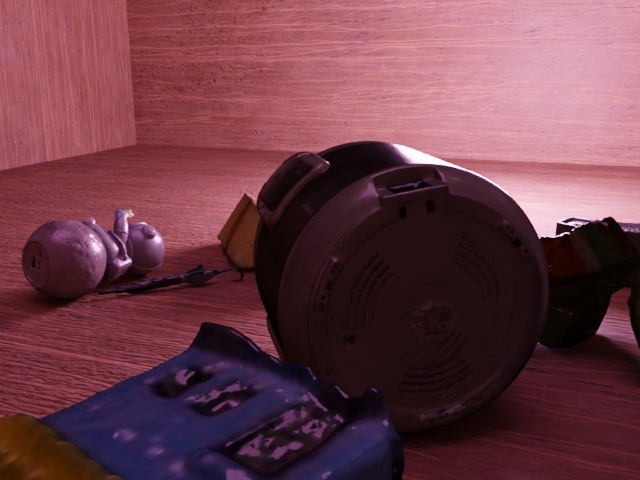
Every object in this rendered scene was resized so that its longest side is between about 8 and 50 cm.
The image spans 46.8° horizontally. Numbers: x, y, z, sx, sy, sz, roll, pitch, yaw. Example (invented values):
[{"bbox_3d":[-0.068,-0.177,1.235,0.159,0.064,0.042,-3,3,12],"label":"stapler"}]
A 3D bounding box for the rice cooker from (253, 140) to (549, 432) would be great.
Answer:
[{"bbox_3d":[0.075,0.041,0.919,0.335,0.335,0.325,-4,16,-12],"label":"rice cooker"}]

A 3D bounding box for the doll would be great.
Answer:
[{"bbox_3d":[-0.405,0.025,1.381,0.151,0.151,0.287,9,11,34],"label":"doll"}]

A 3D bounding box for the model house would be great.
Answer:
[{"bbox_3d":[-0.119,0.218,0.469,0.237,0.215,0.303,14,25,43],"label":"model house"}]

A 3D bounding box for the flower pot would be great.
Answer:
[{"bbox_3d":[0.553,0.023,1.378,0.229,0.108,0.103,9,16,30],"label":"flower pot"}]

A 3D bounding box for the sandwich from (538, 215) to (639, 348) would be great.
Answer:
[{"bbox_3d":[0.325,0.082,1.094,0.301,0.162,0.250,-14,-19,10],"label":"sandwich"}]

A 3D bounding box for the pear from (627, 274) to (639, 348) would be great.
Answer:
[{"bbox_3d":[0.544,0.097,1.005,0.238,0.164,0.255,-6,6,21],"label":"pear"}]

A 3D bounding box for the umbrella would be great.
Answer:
[{"bbox_3d":[-0.274,0.069,1.372,0.269,0.044,0.044,-5,-15,-21],"label":"umbrella"}]

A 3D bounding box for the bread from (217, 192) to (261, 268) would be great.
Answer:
[{"bbox_3d":[-0.130,-0.018,1.587,0.178,0.141,0.266,-21,17,-13],"label":"bread"}]
